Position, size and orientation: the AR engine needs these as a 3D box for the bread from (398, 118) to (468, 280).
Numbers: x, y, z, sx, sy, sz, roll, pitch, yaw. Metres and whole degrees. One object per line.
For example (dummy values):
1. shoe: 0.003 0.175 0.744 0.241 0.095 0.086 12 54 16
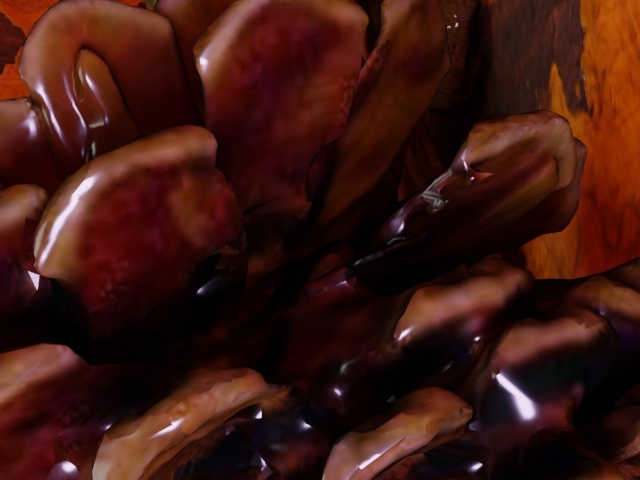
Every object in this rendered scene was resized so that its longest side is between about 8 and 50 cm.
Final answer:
1. bread: 0.000 0.000 1.021 0.274 0.149 0.274 -23 -90 -78

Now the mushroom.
1. mushroom: 0.057 -0.127 0.998 0.123 0.052 0.123 168 90 -81

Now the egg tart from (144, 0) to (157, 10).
1. egg tart: -0.058 -0.228 1.189 0.319 0.128 0.319 6 -90 -86

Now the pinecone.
1. pinecone: 0.015 0.103 0.654 0.384 0.384 0.384 174 90 -81
